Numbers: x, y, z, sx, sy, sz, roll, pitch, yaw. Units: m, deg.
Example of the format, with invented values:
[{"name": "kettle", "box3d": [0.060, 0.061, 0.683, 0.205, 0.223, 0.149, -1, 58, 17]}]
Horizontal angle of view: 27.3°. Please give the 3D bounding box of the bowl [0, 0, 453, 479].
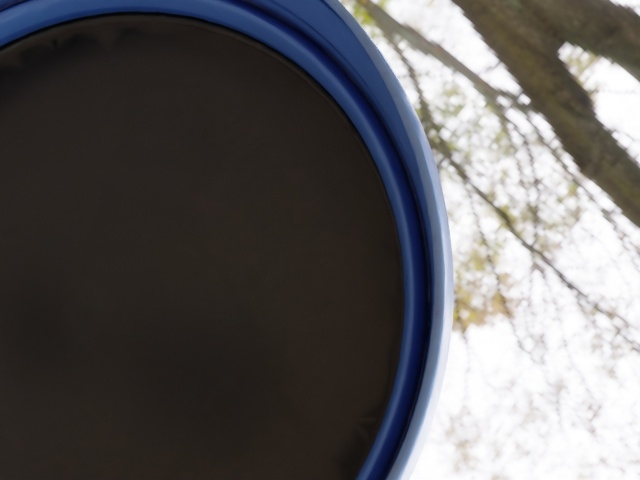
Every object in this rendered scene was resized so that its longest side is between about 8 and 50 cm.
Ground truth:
[{"name": "bowl", "box3d": [-0.124, 0.031, 0.640, 0.391, 0.391, 0.077, -56, 158, -2]}]
